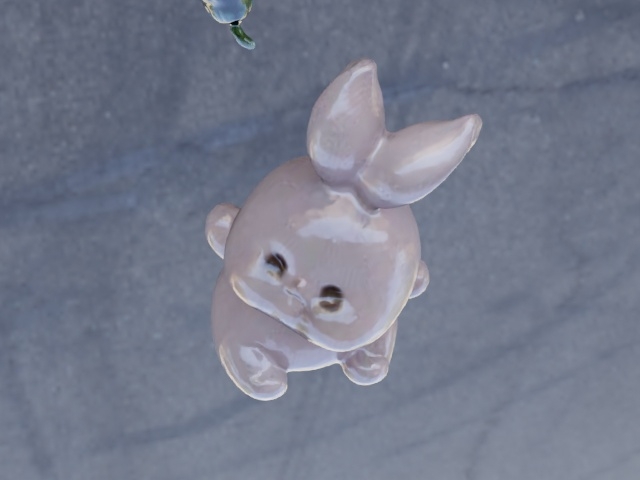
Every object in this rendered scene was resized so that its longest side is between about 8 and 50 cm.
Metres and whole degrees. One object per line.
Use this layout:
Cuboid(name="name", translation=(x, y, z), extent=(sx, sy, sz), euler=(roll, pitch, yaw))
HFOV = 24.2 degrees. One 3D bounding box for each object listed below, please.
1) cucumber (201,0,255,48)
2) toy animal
Cuboid(name="cucumber", translation=(-0.080, -0.211, 0.884), extent=(0.056, 0.056, 0.250), euler=(-16, 137, 7))
Cuboid(name="toy animal", translation=(0.000, 0.002, 0.761), extent=(0.124, 0.124, 0.212), euler=(-6, 154, -13))
